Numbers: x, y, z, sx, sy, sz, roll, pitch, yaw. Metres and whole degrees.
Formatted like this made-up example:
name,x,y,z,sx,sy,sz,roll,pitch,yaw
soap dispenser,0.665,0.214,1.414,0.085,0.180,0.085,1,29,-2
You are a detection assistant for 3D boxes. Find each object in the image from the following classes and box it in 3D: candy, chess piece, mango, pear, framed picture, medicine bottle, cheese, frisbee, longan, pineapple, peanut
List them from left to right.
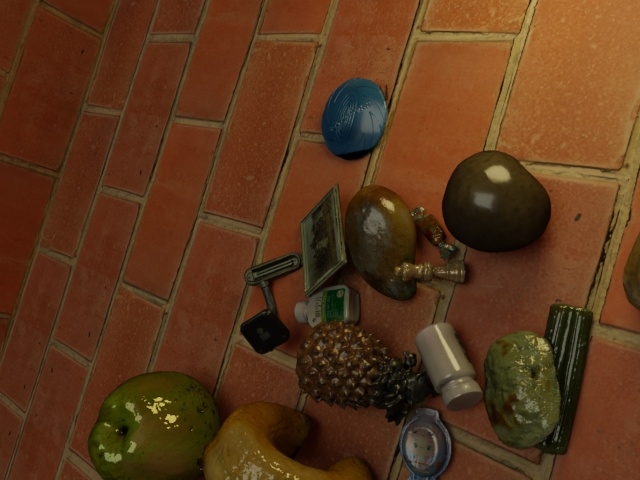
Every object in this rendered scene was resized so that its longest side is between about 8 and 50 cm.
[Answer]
name,x,y,z,sx,sy,sz,roll,pitch,yaw
pear,-0.489,0.570,1.778,0.391,0.391,0.391,-11,72,34
framed picture,0.000,0.000,1.701,0.217,0.017,0.274,-47,38,42
medicine bottle,0.018,0.191,1.686,0.183,0.069,0.119,-12,67,36
frisbee,0.088,-0.358,1.773,0.242,0.045,0.242,-3,86,42
pineapple,0.126,0.338,1.492,0.357,0.223,0.223,16,88,28
mango,0.166,0.008,1.586,0.192,0.146,0.317,-23,81,32
cheese,0.245,0.523,1.436,0.135,0.052,0.245,-2,77,37
chess piece,0.267,0.077,1.488,0.171,0.060,0.060,1,76,4
candy,0.291,-0.020,1.554,0.053,0.046,0.182,-47,50,22
medicine bottle,0.298,0.292,1.408,0.102,0.102,0.187,-40,47,22
longan,0.402,-0.084,1.388,0.245,0.215,0.246,0,88,9
peanut,0.680,0.036,1.194,0.129,0.129,0.225,16,90,38

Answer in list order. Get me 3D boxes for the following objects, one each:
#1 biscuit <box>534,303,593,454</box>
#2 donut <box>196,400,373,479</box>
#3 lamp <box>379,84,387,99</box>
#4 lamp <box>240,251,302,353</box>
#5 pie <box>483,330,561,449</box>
name,x,y,z,sx,sy,sz,roll,pitch,yaw
biscuit,0.511,0.297,1.308,0.099,0.038,0.323,10,84,35
donut,-0.078,0.555,1.476,0.435,0.377,0.164,33,98,33
lamp,0.141,-0.420,1.783,0.121,0.041,0.054,-12,79,37
lamp,-0.123,0.172,1.764,0.203,0.124,0.283,-32,32,19
pie,0.419,0.323,1.307,0.201,0.089,0.248,-42,39,50
